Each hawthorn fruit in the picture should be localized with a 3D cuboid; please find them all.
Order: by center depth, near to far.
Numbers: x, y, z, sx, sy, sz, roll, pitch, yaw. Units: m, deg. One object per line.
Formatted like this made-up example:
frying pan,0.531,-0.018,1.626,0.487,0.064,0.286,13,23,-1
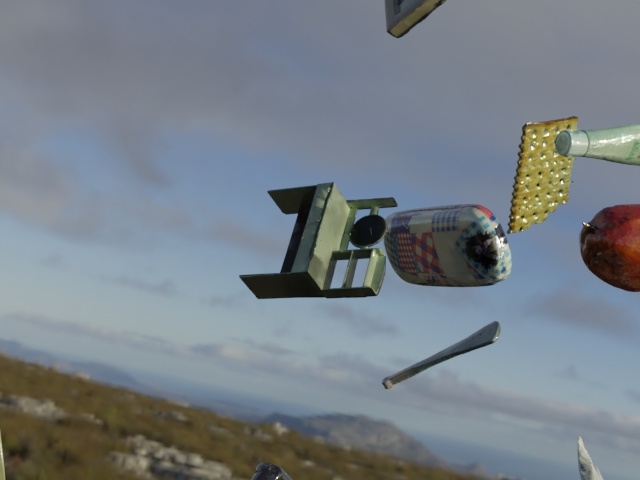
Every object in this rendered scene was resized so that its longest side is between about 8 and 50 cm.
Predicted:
hawthorn fruit,0.580,0.009,2.039,0.179,0.173,0.173,4,-9,10

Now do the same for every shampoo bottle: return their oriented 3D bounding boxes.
shampoo bottle,0.409,-0.134,1.487,0.191,0.069,0.041,-1,43,-27

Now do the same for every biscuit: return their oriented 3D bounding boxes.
biscuit,0.392,-0.116,1.888,0.144,0.203,0.016,-13,27,-31

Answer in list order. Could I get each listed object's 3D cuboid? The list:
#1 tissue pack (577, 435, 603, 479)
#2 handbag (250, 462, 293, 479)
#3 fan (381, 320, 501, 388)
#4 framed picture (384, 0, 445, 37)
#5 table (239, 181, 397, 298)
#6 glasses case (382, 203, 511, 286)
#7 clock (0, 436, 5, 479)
tissue pack,0.438,0.414,1.687,0.026,0.193,0.122,-21,-60,16
handbag,-0.074,0.492,1.594,0.088,0.244,0.275,3,-40,45
fan,0.225,0.219,2.029,0.282,0.057,0.023,-30,-64,35
framed picture,0.183,-0.369,1.116,0.315,0.232,0.024,-34,-53,30
table,0.000,0.000,1.395,0.175,0.146,0.062,-5,-38,28
glasses case,0.192,0.008,1.710,0.076,0.125,0.327,-20,8,-24
clock,-0.472,0.293,1.514,0.029,0.235,0.235,-6,0,-23
